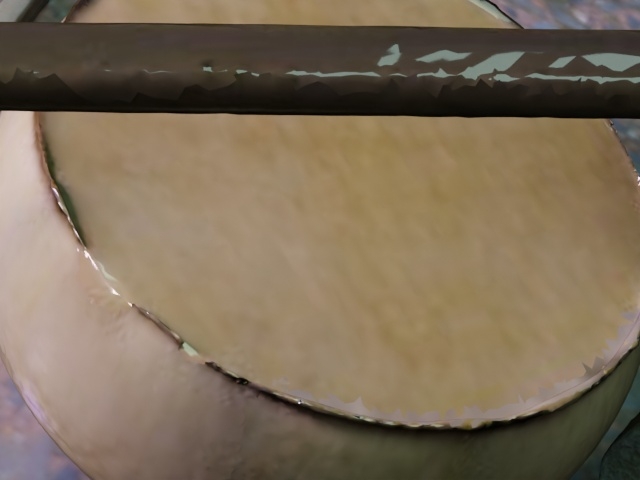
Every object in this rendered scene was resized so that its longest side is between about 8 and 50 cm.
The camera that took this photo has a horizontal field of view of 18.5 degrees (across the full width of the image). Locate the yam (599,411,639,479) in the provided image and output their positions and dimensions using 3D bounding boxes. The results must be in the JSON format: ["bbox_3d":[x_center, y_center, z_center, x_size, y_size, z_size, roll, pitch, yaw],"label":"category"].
[{"bbox_3d":[0.175,0.063,0.787,0.068,0.068,0.169,40,43,13],"label":"yam"}]

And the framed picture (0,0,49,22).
[{"bbox_3d":[-0.268,-0.064,0.737,0.240,0.020,0.324,25,45,-1],"label":"framed picture"}]

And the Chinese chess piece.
[{"bbox_3d":[0.000,0.000,0.738,0.257,0.104,0.257,12,46,-13],"label":"Chinese chess piece"}]

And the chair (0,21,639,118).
[{"bbox_3d":[-0.011,0.129,0.453,0.410,0.362,0.365,18,46,-3],"label":"chair"}]
